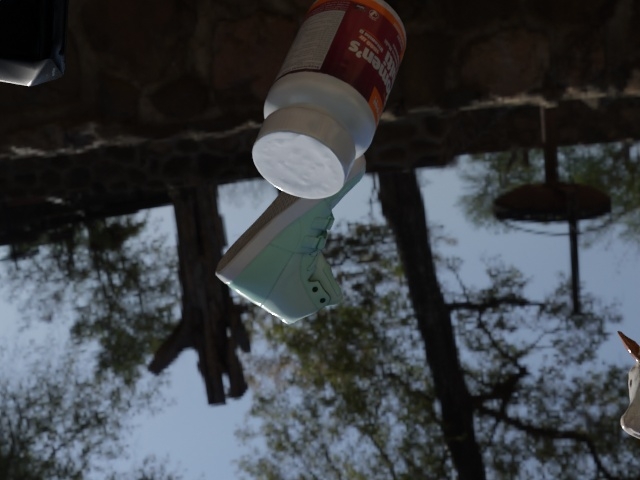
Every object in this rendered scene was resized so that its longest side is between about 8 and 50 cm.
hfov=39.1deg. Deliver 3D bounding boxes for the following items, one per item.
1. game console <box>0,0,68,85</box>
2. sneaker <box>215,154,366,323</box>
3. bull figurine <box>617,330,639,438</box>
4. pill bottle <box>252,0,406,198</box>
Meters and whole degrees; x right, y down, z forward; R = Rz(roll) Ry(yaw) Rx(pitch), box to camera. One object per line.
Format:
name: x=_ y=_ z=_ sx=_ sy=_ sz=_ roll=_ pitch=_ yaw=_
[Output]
game console: x=-0.316 y=-0.321 z=0.778 sx=0.213 sy=0.361 sz=0.044 roll=14 pitch=-153 yaw=3
sneaker: x=0.000 y=0.000 z=1.189 sx=0.256 sy=0.151 sz=0.094 roll=-43 pitch=-161 yaw=19
bull figurine: x=0.365 y=0.085 z=0.688 sx=0.310 sy=0.101 sz=0.188 roll=-31 pitch=-170 yaw=22
pill bottle: x=0.010 y=-0.158 z=0.968 sx=0.121 sy=0.121 sz=0.221 roll=-1 pitch=-130 yaw=27
